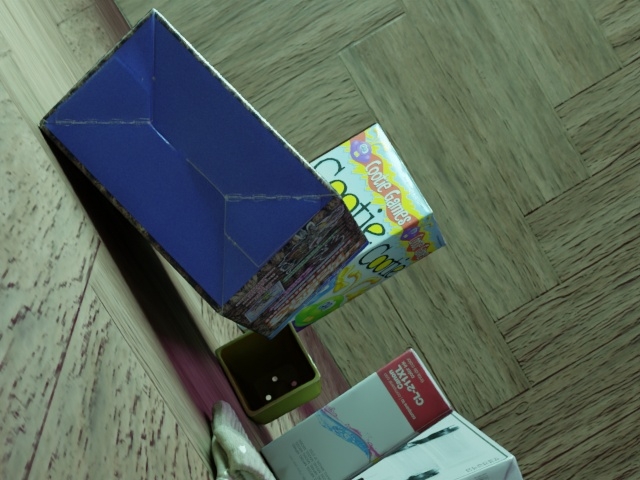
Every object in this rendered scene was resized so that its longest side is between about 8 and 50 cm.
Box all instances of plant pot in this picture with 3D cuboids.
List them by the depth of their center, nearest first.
[{"bbox_3d":[-0.046,0.137,1.611,0.081,0.081,0.083,60,-5,25],"label":"plant pot"}]

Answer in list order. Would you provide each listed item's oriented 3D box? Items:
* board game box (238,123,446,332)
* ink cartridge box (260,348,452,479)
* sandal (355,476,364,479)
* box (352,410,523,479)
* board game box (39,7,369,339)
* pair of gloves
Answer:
[{"bbox_3d":[0.000,0.000,2.039,0.142,0.275,0.144,60,2,21],"label":"board game box"},{"bbox_3d":[0.037,0.183,1.555,0.072,0.175,0.127,57,1,8],"label":"ink cartridge box"},{"bbox_3d":[0.032,0.295,1.575,0.219,0.060,0.090,101,-34,-70],"label":"sandal"},{"bbox_3d":[0.120,0.280,1.780,0.290,0.169,0.087,-158,-133,-80],"label":"box"},{"bbox_3d":[-0.094,-0.048,1.461,0.232,0.141,0.291,45,-1,10],"label":"board game box"},{"bbox_3d":[-0.015,0.239,1.252,0.240,0.042,0.204,58,2,-8],"label":"pair of gloves"}]
